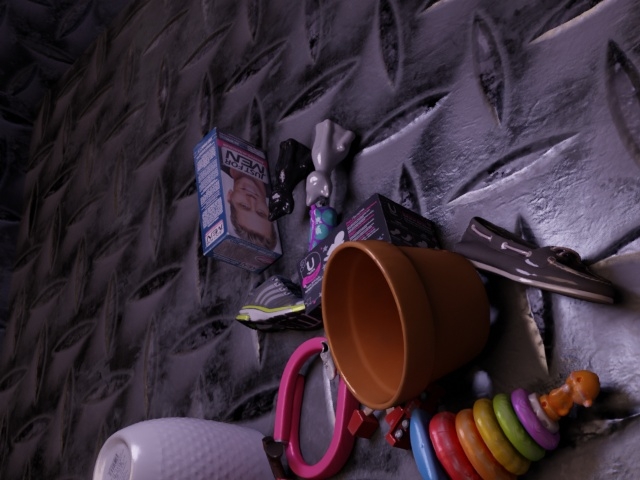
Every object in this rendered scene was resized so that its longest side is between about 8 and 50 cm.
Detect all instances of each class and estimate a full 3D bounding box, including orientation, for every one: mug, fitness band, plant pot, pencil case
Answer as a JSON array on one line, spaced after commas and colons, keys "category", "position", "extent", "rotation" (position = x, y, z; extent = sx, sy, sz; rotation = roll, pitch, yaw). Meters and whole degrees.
[{"category": "mug", "position": [-0.323, 0.556, 1.770], "extent": [0.374, 0.328, 0.276], "rotation": [-60, 38, 12]}, {"category": "fitness band", "position": [-0.008, 0.346, 1.710], "extent": [0.209, 0.054, 0.290], "rotation": [-14, 64, 47]}, {"category": "plant pot", "position": [0.156, 0.130, 1.432], "extent": [0.291, 0.204, 0.290], "rotation": [34, 128, 58]}, {"category": "pencil case", "position": [0.000, 0.000, 1.849], "extent": [0.065, 0.070, 0.151], "rotation": [-19, 59, 46]}]

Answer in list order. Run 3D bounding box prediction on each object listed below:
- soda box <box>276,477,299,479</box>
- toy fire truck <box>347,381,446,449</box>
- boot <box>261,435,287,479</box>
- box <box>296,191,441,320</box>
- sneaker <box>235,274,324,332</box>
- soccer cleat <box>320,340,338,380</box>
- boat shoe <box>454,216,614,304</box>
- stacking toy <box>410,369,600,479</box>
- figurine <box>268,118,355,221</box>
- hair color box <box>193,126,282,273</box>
[{"category": "soda box", "position": [-0.022, 0.584, 1.590], "extent": [0.092, 0.084, 0.263], "rotation": [-59, 38, 13]}, {"category": "toy fire truck", "position": [0.141, 0.316, 1.545], "extent": [0.192, 0.047, 0.135], "rotation": [-59, 37, 11]}, {"category": "boot", "position": [-0.085, 0.472, 1.705], "extent": [0.106, 0.037, 0.114], "rotation": [-157, 52, -74]}, {"category": "box", "position": [0.097, 0.050, 1.629], "extent": [0.247, 0.163, 0.142], "rotation": [-42, 41, 31]}, {"category": "sneaker", "position": [-0.082, 0.135, 1.861], "extent": [0.300, 0.111, 0.121], "rotation": [-7, 64, 47]}, {"category": "soccer cleat", "position": [0.015, 0.242, 1.667], "extent": [0.029, 0.036, 0.083], "rotation": [-25, 55, 38]}, {"category": "boat shoe", "position": [0.348, 0.026, 1.375], "extent": [0.335, 0.112, 0.095], "rotation": [18, 92, 56]}, {"category": "stacking toy", "position": [0.306, 0.292, 1.291], "extent": [0.302, 0.166, 0.175], "rotation": [-38, 34, 19]}, {"category": "figurine", "position": [-0.029, -0.153, 1.903], "extent": [0.215, 0.092, 0.209], "rotation": [-20, 44, 44]}, {"category": "hair color box", "position": [-0.211, -0.103, 2.071], "extent": [0.105, 0.174, 0.347], "rotation": [-37, 48, 33]}]
